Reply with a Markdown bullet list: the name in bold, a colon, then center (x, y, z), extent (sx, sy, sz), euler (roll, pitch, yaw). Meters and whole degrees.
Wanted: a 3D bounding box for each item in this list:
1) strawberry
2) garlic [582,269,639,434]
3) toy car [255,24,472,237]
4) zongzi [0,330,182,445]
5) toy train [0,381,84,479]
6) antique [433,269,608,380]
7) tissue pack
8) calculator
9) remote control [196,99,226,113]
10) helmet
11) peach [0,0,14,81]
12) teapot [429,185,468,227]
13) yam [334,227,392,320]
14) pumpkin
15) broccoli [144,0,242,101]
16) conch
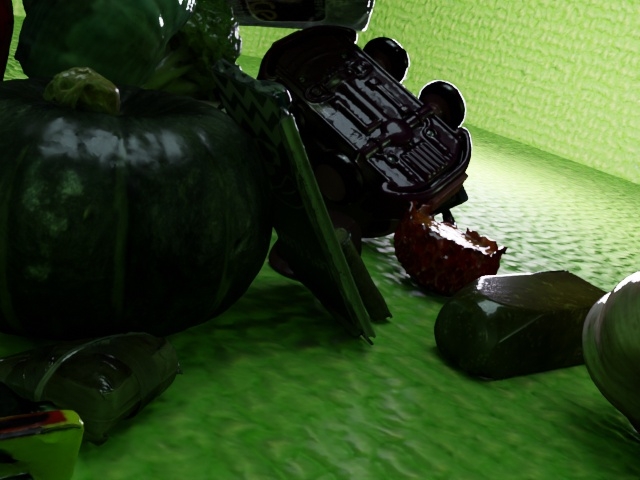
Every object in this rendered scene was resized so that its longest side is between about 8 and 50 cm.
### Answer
- **strawberry**: center (0.154, 0.016, 0.948), extent (0.145, 0.086, 0.145), euler (15, 23, -6)
- **garlic**: center (0.339, 0.138, 0.601), extent (0.245, 0.245, 0.253), euler (13, 57, -4)
- **toy car**: center (0.036, -0.136, 1.129), extent (0.271, 0.240, 0.341), euler (-35, 72, -33)
- **zongzi**: center (-0.167, 0.087, 0.523), extent (0.119, 0.055, 0.109), euler (8, 12, 17)
- **toy train**: center (-0.226, 0.122, 0.284), extent (0.296, 0.101, 0.160), euler (-1, 31, -44)
- **antique**: center (0.214, 0.085, 0.795), extent (0.220, 0.080, 0.081), euler (0, 24, -41)
- **tissue pack**: center (-0.103, -0.381, 1.053), extent (0.361, 0.122, 0.259), euler (3, -2, 0)
- **calculator**: center (-0.024, -0.032, 0.715), extent (0.028, 0.274, 0.165), euler (-31, 35, -14)
- **remote control**: center (-0.212, -0.098, 0.913), extent (0.050, 0.145, 0.344), euler (28, 20, 25)
- **helmet**: center (0.000, 0.000, 0.903), extent (0.098, 0.070, 0.123), euler (25, 19, 30)
- **peach**: center (-0.461, -0.206, 0.691), extent (0.352, 0.339, 0.416), euler (1, 17, 1)
- **teapot**: center (0.177, -0.093, 1.224), extent (0.087, 0.177, 0.096), euler (-24, 9, 12)
- **yam**: center (0.042, 0.042, 0.771), extent (0.027, 0.129, 0.033), euler (-39, 36, -11)
- **pumpkin**: center (-0.188, -0.041, 0.640), extent (0.300, 0.207, 0.300), euler (5, 17, -1)
- **broccoli**: center (-0.252, -0.205, 1.039), extent (0.302, 0.186, 0.254), euler (-29, -8, -18)
- **conch**: center (-0.237, -0.258, 0.826), extent (0.220, 0.195, 0.277), euler (-26, 70, -20)
